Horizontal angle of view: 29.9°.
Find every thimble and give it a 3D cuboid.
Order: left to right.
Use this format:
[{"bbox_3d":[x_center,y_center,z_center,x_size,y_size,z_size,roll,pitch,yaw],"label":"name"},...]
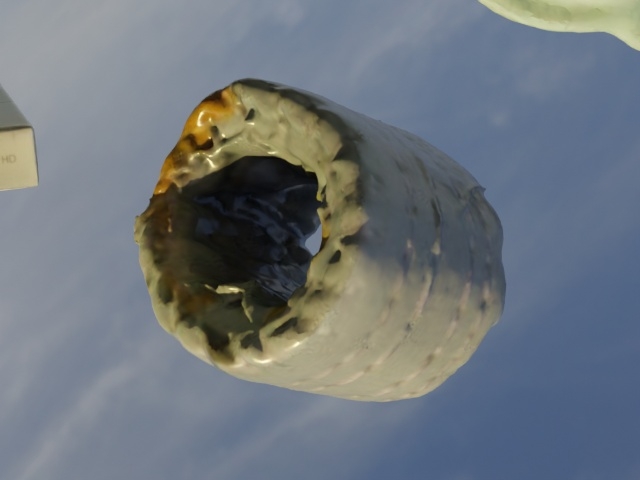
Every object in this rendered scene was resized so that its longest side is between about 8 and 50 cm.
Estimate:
[{"bbox_3d":[0.000,0.003,0.550,0.127,0.118,0.151,-57,-134,14],"label":"thimble"}]

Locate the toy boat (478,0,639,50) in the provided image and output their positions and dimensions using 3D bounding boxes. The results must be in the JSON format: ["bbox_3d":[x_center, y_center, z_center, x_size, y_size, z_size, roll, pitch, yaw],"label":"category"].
[{"bbox_3d":[0.097,-0.163,0.431,0.100,0.290,0.199,-52,-171,52],"label":"toy boat"}]

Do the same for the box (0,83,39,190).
[{"bbox_3d":[-0.190,-0.049,0.522,0.109,0.029,0.198,-8,-162,-19],"label":"box"}]
